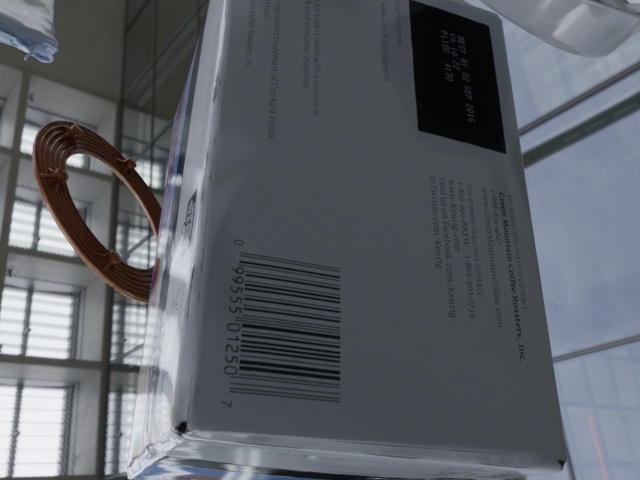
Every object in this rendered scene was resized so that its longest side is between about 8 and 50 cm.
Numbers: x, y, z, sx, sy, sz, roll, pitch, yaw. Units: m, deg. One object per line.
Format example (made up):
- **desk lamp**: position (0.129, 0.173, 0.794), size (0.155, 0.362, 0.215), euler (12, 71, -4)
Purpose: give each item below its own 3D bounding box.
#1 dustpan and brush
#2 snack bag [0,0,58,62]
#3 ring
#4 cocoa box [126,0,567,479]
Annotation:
- **dustpan and brush**: position (0.198, -0.158, 0.434), size (0.147, 0.060, 0.211), euler (-26, -114, -44)
- **snack bag**: position (-0.396, -0.303, 0.571), size (0.323, 0.037, 0.342), euler (20, -153, -33)
- **ring**: position (-0.327, -0.052, 1.034), size (0.336, 0.032, 0.336), euler (55, -167, -20)
- **cocoa box**: position (0.000, 0.000, 0.485), size (0.231, 0.228, 0.347), euler (11, -118, -19)
